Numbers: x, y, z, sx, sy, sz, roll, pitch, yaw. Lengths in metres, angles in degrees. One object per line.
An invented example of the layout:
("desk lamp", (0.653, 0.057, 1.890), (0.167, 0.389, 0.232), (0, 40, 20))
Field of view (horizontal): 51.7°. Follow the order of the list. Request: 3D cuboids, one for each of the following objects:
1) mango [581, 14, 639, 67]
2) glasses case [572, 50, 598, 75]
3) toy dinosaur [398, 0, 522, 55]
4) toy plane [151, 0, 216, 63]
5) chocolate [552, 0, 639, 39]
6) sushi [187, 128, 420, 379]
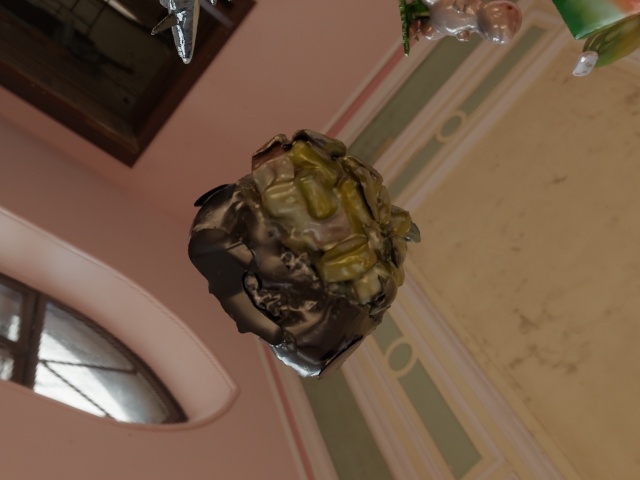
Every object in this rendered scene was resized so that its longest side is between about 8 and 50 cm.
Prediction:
("mango", (0.624, -0.430, 1.360), (0.237, 0.091, 0.137), (-37, 168, -43))
("glasses case", (0.518, -0.345, 1.291), (0.083, 0.032, 0.021), (71, 21, -75))
("toy dinosaur", (0.209, -0.366, 0.996), (0.177, 0.152, 0.194), (-2, -142, 12))
("toy plane", (-0.108, -0.218, 0.479), (0.082, 0.160, 0.234), (-43, 161, -43))
("chocolate", (0.384, -0.456, 0.779), (0.341, 0.360, 0.161), (-16, -154, 53))
("sushi", (0.000, 0.000, 1.009), (0.328, 0.329, 0.285), (45, -76, 18))
